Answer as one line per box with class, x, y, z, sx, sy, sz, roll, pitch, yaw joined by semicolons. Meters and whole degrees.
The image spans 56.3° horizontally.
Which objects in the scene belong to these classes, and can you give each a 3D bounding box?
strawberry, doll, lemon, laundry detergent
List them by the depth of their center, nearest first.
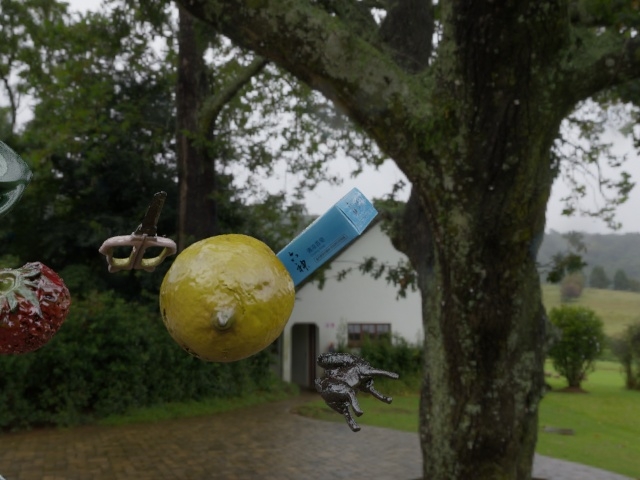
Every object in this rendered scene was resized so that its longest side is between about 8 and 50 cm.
laundry detergent;-0.506;-0.062;0.819;0.137;0.211;0.063;39;-47;-14
doll;0.048;0.250;1.065;0.165;0.057;0.139;24;35;37
lemon;-0.161;0.102;1.078;0.228;0.229;0.253;-5;-1;28
strawberry;-0.582;0.144;1.154;0.184;0.187;0.202;15;-47;5

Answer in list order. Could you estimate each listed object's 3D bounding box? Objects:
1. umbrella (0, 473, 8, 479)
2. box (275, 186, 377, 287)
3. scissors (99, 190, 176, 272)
umbrella;-0.680;0.623;1.395;0.070;0.071;0.248;-10;-57;45
box;0.000;0.000;1.264;0.232;0.083;0.142;-41;1;28
scissors;-0.357;-0.012;1.217;0.160;0.024;0.317;2;-30;-29
